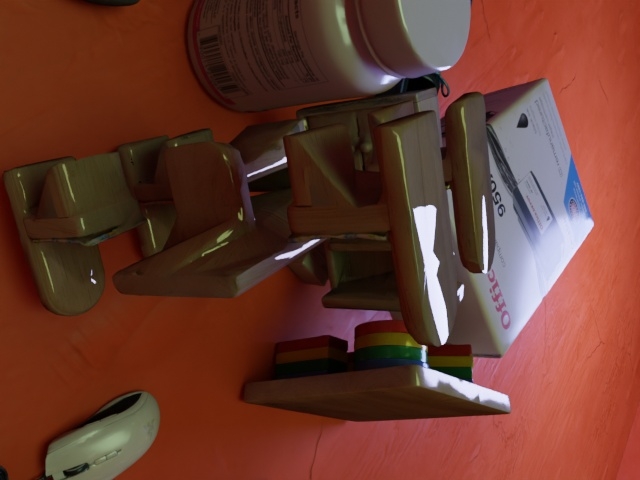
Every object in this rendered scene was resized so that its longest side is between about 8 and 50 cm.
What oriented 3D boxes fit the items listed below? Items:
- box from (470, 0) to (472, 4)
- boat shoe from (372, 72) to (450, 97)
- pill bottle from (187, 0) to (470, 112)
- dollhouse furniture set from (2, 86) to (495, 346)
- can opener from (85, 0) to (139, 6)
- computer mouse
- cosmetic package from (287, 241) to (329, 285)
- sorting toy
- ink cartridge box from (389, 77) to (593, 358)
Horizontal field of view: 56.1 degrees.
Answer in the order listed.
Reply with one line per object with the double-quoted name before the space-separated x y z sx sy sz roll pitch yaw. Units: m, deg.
"box" 0.222 -0.407 1.049 0.116 0.029 0.162 -8 113 -48
"boat shoe" 0.154 -0.236 0.952 0.109 0.089 0.258 41 68 -41
"pill bottle" 0.003 -0.230 0.647 0.160 0.283 0.160 -5 96 -49
"dollhouse furniture set" -0.007 0.006 0.596 0.394 0.362 0.257 -33 117 -56
"can opener" -0.266 -0.284 0.496 0.283 0.076 0.095 8 85 -48
"computer mouse" -0.231 0.214 0.592 0.193 0.042 0.106 -29 113 -44
"cosmetic package" 0.000 0.000 0.842 0.060 0.041 0.115 50 57 -38
"sorting toy" 0.079 0.178 0.797 0.257 0.255 0.089 28 56 -46
"ink cartridge box" 0.253 -0.044 0.945 0.395 0.166 0.286 -39 111 -39
